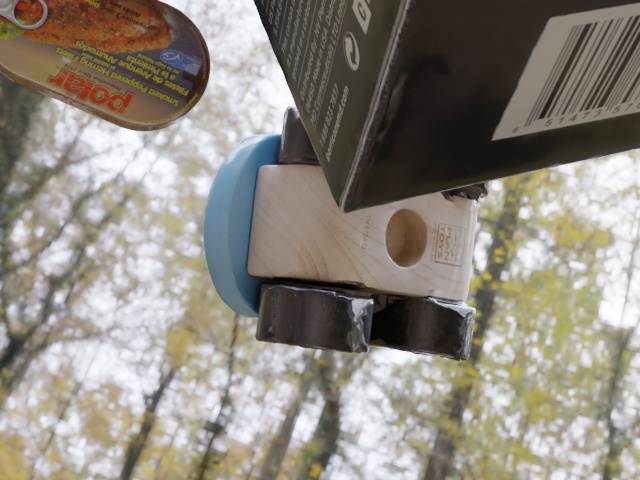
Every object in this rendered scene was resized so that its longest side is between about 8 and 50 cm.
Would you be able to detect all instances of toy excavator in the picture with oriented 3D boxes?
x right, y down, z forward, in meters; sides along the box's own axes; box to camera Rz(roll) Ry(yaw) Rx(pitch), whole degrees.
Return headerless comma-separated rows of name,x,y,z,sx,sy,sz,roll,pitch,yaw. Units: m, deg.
toy excavator,0.000,0.000,1.362,0.433,0.222,0.445,9,-4,-42

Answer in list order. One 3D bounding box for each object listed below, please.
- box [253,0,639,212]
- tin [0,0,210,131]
box,0.095,-0.255,0.700,0.293,0.395,0.212,-13,-28,-17
tin,-0.182,-0.156,0.998,0.190,0.106,0.040,24,-17,-8
